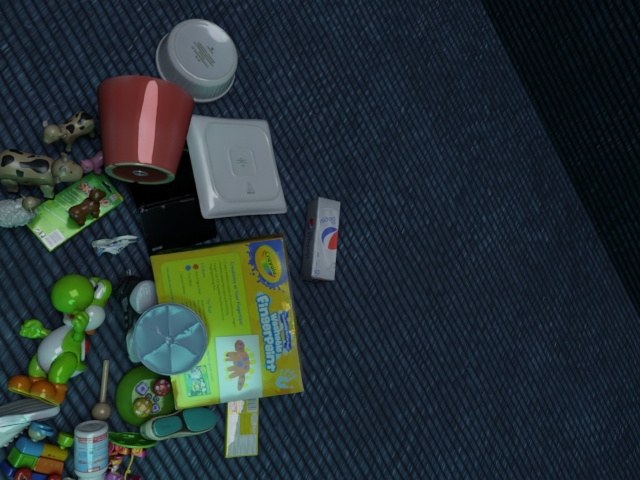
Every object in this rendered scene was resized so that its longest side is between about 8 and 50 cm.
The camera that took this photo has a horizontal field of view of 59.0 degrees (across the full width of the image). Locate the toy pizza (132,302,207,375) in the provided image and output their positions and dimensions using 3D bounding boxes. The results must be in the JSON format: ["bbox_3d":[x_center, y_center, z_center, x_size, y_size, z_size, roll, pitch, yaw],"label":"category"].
[{"bbox_3d":[-0.406,0.267,1.535,0.201,0.032,0.202,0,95,-2],"label":"toy pizza"}]

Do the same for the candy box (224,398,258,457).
[{"bbox_3d":[-0.248,0.571,1.780,0.105,0.027,0.206,6,77,-24],"label":"candy box"}]

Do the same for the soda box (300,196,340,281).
[{"bbox_3d":[0.000,0.000,1.981,0.091,0.098,0.287,12,74,-25],"label":"soda box"}]

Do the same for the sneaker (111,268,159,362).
[{"bbox_3d":[-0.543,0.215,1.660,0.101,0.153,0.269,-10,120,-45],"label":"sneaker"}]

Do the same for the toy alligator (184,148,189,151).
[{"bbox_3d":[-0.496,-0.296,1.811,0.189,0.056,0.051,18,112,-23],"label":"toy alligator"}]

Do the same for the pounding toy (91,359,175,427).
[{"bbox_3d":[-0.515,0.444,1.620,0.236,0.110,0.183,15,73,-25],"label":"pounding toy"}]

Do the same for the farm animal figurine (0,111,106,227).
[{"bbox_3d":[-0.744,-0.211,1.573,0.326,0.172,0.331,-8,71,-21],"label":"farm animal figurine"}]

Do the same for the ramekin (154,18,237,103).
[{"bbox_3d":[-0.399,-0.604,1.875,0.272,0.127,0.273,6,77,-27],"label":"ramekin"}]

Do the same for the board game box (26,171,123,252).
[{"bbox_3d":[-0.722,-0.091,1.660,0.259,0.039,0.124,-42,99,-25],"label":"board game box"}]

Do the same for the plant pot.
[{"bbox_3d":[-0.511,-0.304,1.633,0.274,0.275,0.243,6,78,-26],"label":"plant pot"}]

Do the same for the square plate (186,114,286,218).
[{"bbox_3d":[-0.267,-0.252,1.871,0.347,0.049,0.344,-7,81,-43],"label":"square plate"}]

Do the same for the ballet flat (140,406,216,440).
[{"bbox_3d":[-0.419,0.542,1.660,0.248,0.086,0.086,14,72,-52],"label":"ballet flat"}]

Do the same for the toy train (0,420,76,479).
[{"bbox_3d":[-0.694,0.575,1.499,0.248,0.105,0.143,40,69,-44],"label":"toy train"}]

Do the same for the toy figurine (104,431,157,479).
[{"bbox_3d":[-0.557,0.629,1.574,0.173,0.130,0.159,10,85,-3],"label":"toy figurine"}]

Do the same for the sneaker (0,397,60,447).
[{"bbox_3d":[-0.820,0.485,1.479,0.258,0.094,0.091,-8,108,-28],"label":"sneaker"}]

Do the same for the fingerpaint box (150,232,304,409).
[{"bbox_3d":[-0.256,0.225,1.635,0.370,0.163,0.445,-8,97,-1],"label":"fingerpaint box"}]

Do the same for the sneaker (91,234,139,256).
[{"bbox_3d":[-0.612,0.017,1.694,0.135,0.052,0.058,-12,96,-21],"label":"sneaker"}]

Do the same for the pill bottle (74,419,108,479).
[{"bbox_3d":[-0.608,0.569,1.501,0.087,0.087,0.160,-2,97,-28],"label":"pill bottle"}]

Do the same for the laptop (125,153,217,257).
[{"bbox_3d":[-0.481,-0.118,1.803,0.234,0.137,0.264,-19,64,-29],"label":"laptop"}]

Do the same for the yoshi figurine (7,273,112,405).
[{"bbox_3d":[-0.701,0.239,1.520,0.203,0.203,0.362,25,62,-11],"label":"yoshi figurine"}]
